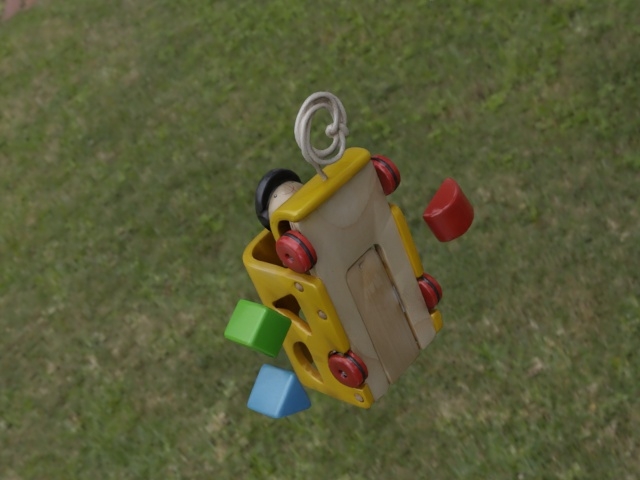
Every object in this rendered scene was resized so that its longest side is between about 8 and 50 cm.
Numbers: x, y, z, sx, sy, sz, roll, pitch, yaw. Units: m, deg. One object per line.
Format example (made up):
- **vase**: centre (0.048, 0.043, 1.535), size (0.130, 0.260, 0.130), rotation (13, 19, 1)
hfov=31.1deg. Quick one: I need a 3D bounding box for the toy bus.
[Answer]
- **toy bus**: centre (0.001, 0.013, 0.782), size (0.104, 0.191, 0.202), rotation (13, 90, 44)
